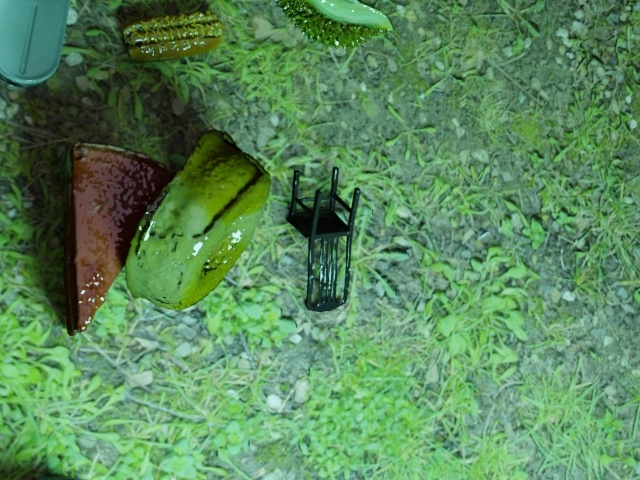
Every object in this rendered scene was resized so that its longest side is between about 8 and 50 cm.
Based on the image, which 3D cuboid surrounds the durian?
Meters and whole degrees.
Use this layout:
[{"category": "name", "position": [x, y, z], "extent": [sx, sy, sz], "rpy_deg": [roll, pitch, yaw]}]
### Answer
[{"category": "durian", "position": [0.002, -0.377, 1.637], "extent": [0.221, 0.137, 0.095], "rpy_deg": [19, 106, -24]}]

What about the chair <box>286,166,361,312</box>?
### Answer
[{"category": "chair", "position": [0.000, 0.000, 1.570], "extent": [0.084, 0.101, 0.212], "rpy_deg": [-5, 118, -23]}]

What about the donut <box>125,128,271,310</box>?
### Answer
[{"category": "donut", "position": [-0.164, -0.015, 1.388], "extent": [0.107, 0.272, 0.272], "rpy_deg": [28, 67, 11]}]

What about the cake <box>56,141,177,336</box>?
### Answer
[{"category": "cake", "position": [-0.285, 0.005, 1.395], "extent": [0.160, 0.158, 0.262], "rpy_deg": [0, 81, -22]}]

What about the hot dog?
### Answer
[{"category": "hot dog", "position": [-0.229, -0.322, 1.551], "extent": [0.165, 0.045, 0.071], "rpy_deg": [-14, 82, -24]}]

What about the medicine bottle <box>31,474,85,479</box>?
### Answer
[{"category": "medicine bottle", "position": [-0.337, 0.374, 1.283], "extent": [0.135, 0.168, 0.135], "rpy_deg": [5, 76, -21]}]

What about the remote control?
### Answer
[{"category": "remote control", "position": [-0.430, -0.346, 1.466], "extent": [0.104, 0.052, 0.247], "rpy_deg": [12, 74, -22]}]
